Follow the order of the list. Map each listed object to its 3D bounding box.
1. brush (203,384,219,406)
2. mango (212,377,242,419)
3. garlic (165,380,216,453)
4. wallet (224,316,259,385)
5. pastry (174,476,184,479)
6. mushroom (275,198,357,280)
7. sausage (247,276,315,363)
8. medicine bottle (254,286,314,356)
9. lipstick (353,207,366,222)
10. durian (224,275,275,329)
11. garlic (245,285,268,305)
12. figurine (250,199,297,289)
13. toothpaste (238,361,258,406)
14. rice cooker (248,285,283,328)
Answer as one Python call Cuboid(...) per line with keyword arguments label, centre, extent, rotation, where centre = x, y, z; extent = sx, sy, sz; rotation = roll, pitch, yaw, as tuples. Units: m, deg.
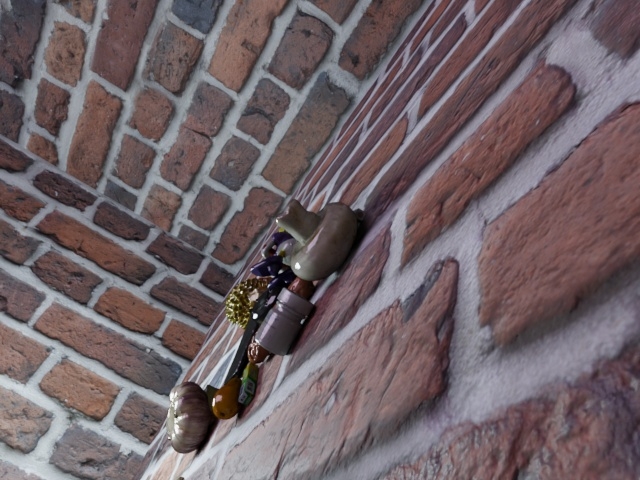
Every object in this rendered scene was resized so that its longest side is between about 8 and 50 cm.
Cuboid(label="brush", centre=(-0.477, 0.663, 2.058), extent=(0.197, 0.059, 0.123), rotation=(-48, 13, 44))
Cuboid(label="mango", centre=(-0.270, 0.483, 1.562), extent=(0.159, 0.084, 0.105), rotation=(-27, -44, -71))
Cuboid(label="garlic", centre=(-0.458, 0.624, 1.836), extent=(0.244, 0.160, 0.245), rotation=(-4, 85, 60))
Cuboid(label="wallet", centre=(-0.274, 0.390, 1.945), extent=(0.170, 0.044, 0.321), rotation=(-48, 18, 49))
Cuboid(label="pastry", centre=(-0.427, 0.781, 1.408), extent=(0.259, 0.089, 0.121), rotation=(-58, 7, -4))
Cuboid(label="mushroom", centre=(-0.023, -0.019, 1.436), extent=(0.244, 0.243, 0.243), rotation=(-55, 11, 16))
Cuboid(label="sausage", centre=(-0.127, 0.246, 1.560), extent=(0.327, 0.079, 0.087), rotation=(-55, -19, 9))
Cuboid(label="medicine bottle", centre=(-0.100, 0.226, 1.427), extent=(0.168, 0.105, 0.105), rotation=(-60, 10, -4))
Cuboid(label="lipstick", centre=(0.097, -0.067, 1.542), extent=(0.030, 0.030, 0.129), rotation=(-61, 10, -14))
Cuboid(label="durian", centre=(-0.315, 0.264, 2.212), extent=(0.154, 0.186, 0.261), rotation=(-90, 19, -82))
Cuboid(label="garlic", centre=(-0.197, 0.228, 1.876), extent=(0.206, 0.128, 0.115), rotation=(142, 114, -76))
Cuboid(label="figurine", centre=(-0.114, 0.011, 1.861), extent=(0.193, 0.154, 0.421), rotation=(-40, 20, 22))
Cuboid(label="toothpaste", centre=(-0.218, 0.432, 1.570), extent=(0.043, 0.037, 0.178), rotation=(-55, 11, 11))
Cuboid(label="rice cooker", centre=(-0.161, 0.225, 1.712), extent=(0.165, 0.106, 0.112), rotation=(-37, 27, 29))
